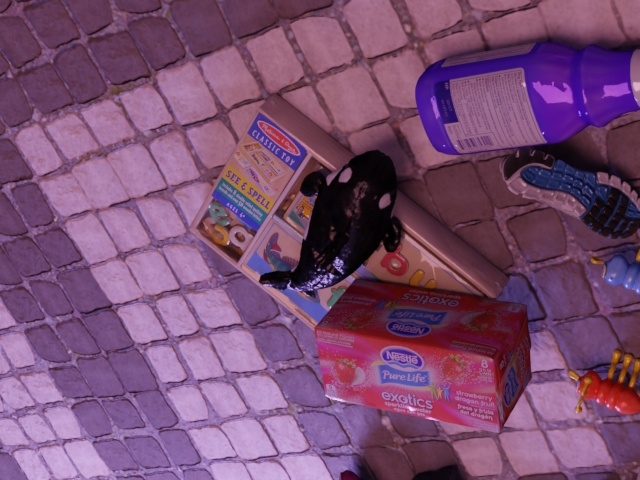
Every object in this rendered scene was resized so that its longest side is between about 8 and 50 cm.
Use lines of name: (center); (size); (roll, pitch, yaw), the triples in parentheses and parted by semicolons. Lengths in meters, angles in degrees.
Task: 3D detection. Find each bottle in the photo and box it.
bottle: (0.252, -0.169, 1.413); (0.283, 0.092, 0.118); (-6, 120, 34)

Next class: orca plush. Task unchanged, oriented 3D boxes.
orca plush: (0.000, 0.000, 1.608); (0.151, 0.102, 0.287); (49, 132, -6)

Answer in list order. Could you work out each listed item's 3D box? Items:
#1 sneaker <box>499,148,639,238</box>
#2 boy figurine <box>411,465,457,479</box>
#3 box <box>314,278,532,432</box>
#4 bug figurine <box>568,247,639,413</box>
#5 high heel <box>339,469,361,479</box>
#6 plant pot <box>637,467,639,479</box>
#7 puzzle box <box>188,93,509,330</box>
sneaker: (0.302, -0.063, 1.481); (0.191, 0.083, 0.071); (25, 95, -8)
boy figurine: (0.242, 0.481, 1.865); (0.177, 0.092, 0.285); (-29, 103, 41)
box: (0.136, 0.147, 1.607); (0.257, 0.128, 0.122); (8, 124, 28)
bug figurine: (0.425, 0.136, 1.528); (0.216, 0.072, 0.279); (18, 128, 21)
high heel: (0.145, 0.522, 1.974); (0.181, 0.127, 0.377); (-14, 111, 7)
plant pot: (0.536, 0.325, 1.494); (0.274, 0.256, 0.256); (6, 125, 48)
puzzle box: (0.030, 0.017, 1.707); (0.409, 0.052, 0.272); (38, 132, 4)
